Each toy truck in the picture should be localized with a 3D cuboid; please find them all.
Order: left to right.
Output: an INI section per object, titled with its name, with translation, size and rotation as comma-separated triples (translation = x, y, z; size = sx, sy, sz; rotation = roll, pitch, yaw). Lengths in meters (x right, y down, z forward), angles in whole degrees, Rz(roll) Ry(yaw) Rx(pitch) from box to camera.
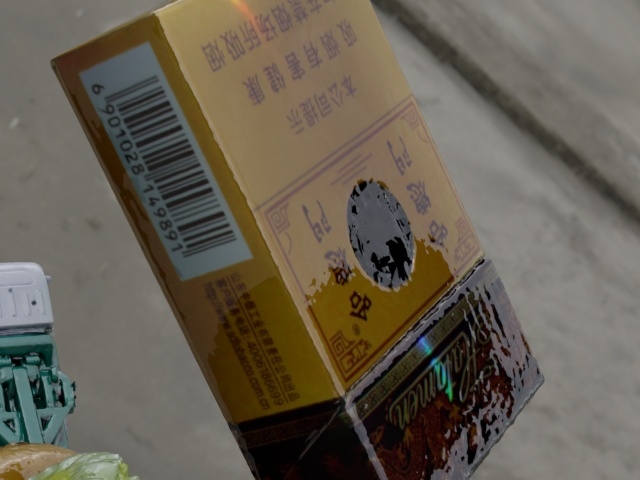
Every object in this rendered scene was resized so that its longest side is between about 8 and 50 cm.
[toy truck]
translation = -0.406, 0.205, 2.182
size = 0.176, 0.178, 0.363
rotation = -2, 65, -28

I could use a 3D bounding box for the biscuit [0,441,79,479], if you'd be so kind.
[biscuit]
translation = -0.271, 0.337, 1.533
size = 0.296, 0.102, 0.296
rotation = -6, 99, -40

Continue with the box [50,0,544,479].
[box]
translation = 0.000, 0.001, 1.235
size = 0.264, 0.116, 0.415
rotation = -38, 106, -54

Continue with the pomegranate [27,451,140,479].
[pomegranate]
translation = -0.106, 0.277, 1.065
size = 0.341, 0.260, 0.260
rotation = 24, 39, -11
